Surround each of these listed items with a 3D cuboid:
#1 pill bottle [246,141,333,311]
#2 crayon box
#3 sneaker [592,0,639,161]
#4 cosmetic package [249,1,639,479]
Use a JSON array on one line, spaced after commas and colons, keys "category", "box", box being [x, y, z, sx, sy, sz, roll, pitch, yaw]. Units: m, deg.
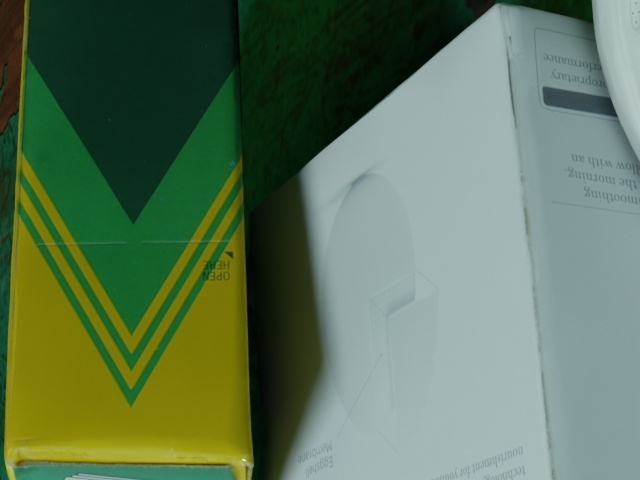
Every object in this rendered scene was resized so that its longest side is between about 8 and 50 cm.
[{"category": "pill bottle", "box": [0.000, 0.000, 0.869, 0.120, 0.067, 0.067, -48, 44, 50]}, {"category": "crayon box", "box": [-0.092, 0.046, 0.802, 0.363, 0.106, 0.313, 97, 170, -58]}, {"category": "sneaker", "box": [0.164, -0.032, 0.454, 0.169, 0.108, 0.292, 97, 162, -74]}, {"category": "cosmetic package", "box": [0.079, 0.062, 0.619, 0.224, 0.138, 0.224, -36, 51, 57]}]
